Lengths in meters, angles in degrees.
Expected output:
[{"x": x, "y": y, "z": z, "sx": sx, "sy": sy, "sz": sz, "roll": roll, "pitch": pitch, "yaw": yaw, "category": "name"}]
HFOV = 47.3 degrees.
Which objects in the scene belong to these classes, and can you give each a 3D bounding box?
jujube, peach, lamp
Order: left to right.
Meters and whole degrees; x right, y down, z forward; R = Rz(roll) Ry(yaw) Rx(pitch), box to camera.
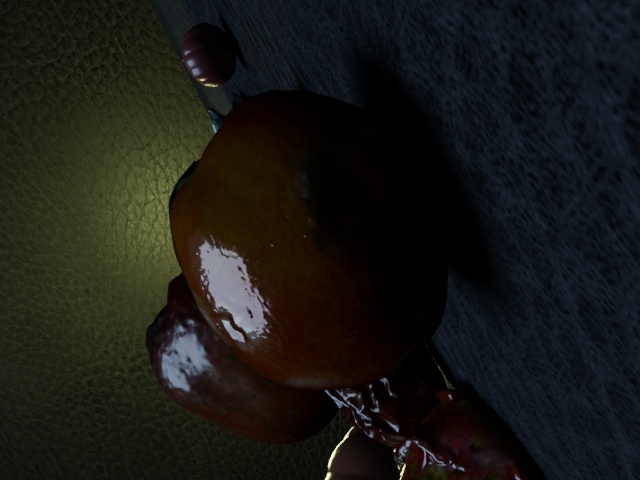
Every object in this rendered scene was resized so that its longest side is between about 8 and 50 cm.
[{"x": -0.189, "y": -0.314, "z": 1.238, "sx": 0.107, "sy": 0.092, "sz": 0.107, "roll": 44, "pitch": -142, "yaw": -49, "category": "lamp"}, {"x": 0.000, "y": 0.000, "z": 0.586, "sx": 0.243, "sy": 0.199, "sz": 0.243, "roll": 19, "pitch": 122, "yaw": 32, "category": "peach"}, {"x": 0.071, "y": 0.164, "z": 0.979, "sx": 0.230, "sy": 0.155, "sz": 0.155, "roll": 48, "pitch": 168, "yaw": 33, "category": "jujube"}, {"x": 0.141, "y": 0.457, "z": 1.289, "sx": 0.305, "sy": 0.239, "sz": 0.305, "roll": 4, "pitch": -94, "yaw": -58, "category": "lamp"}]

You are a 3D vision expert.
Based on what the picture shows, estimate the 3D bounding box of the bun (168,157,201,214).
[{"x": -0.250, "y": -0.105, "z": 1.934, "sx": 0.187, "sy": 0.293, "sz": 0.293, "roll": 48, "pitch": -176, "yaw": -41, "category": "bun"}]

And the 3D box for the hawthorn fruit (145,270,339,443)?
[{"x": -0.072, "y": 0.153, "z": 1.221, "sx": 0.403, "sy": 0.403, "sz": 0.403, "roll": 60, "pitch": 174, "yaw": 10, "category": "hawthorn fruit"}]

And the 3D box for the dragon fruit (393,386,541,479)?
[{"x": 0.128, "y": 0.281, "z": 0.795, "sx": 0.134, "sy": 0.211, "sz": 0.262, "roll": 56, "pitch": 171, "yaw": -25, "category": "dragon fruit"}]

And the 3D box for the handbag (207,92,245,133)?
[{"x": -0.136, "y": -0.154, "z": 1.506, "sx": 0.274, "sy": 0.100, "sz": 0.269, "roll": 65, "pitch": 173, "yaw": -25, "category": "handbag"}]

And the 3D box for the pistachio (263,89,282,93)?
[{"x": -0.038, "y": -0.071, "z": 0.909, "sx": 0.238, "sy": 0.153, "sz": 0.138, "roll": 68, "pitch": -148, "yaw": -33, "category": "pistachio"}]
